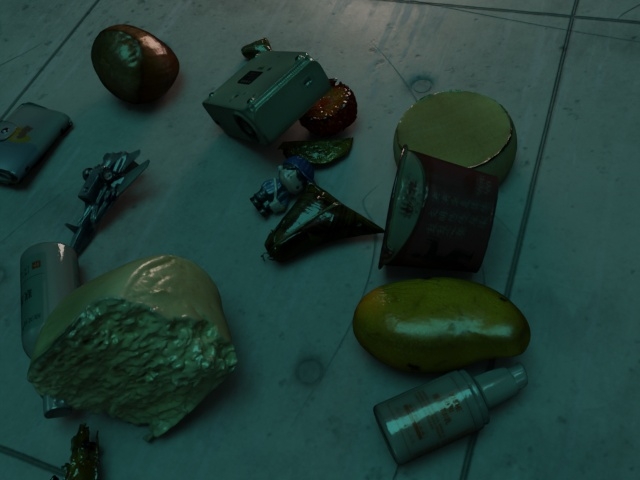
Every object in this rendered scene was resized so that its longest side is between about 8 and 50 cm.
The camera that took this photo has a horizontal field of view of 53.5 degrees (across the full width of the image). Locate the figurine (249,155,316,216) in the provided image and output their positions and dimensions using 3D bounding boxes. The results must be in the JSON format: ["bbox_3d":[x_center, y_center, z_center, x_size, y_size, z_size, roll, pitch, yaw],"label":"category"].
[{"bbox_3d":[-0.075,-0.111,1.339,0.149,0.086,0.087,-39,17,-2],"label":"figurine"}]

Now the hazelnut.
[{"bbox_3d":[-0.456,-0.437,1.573,0.214,0.176,0.214,20,43,-20],"label":"hazelnut"}]

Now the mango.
[{"bbox_3d":[0.199,0.145,1.078,0.295,0.120,0.177,3,46,15],"label":"mango"}]

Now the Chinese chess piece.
[{"bbox_3d":[0.275,-0.200,1.308,0.250,0.103,0.249,-6,55,8],"label":"Chinese chess piece"}]

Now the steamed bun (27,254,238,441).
[{"bbox_3d":[-0.323,0.151,1.049,0.290,0.272,0.273,-28,53,15],"label":"steamed bun"}]

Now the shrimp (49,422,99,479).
[{"bbox_3d":[-0.425,0.448,1.036,0.152,0.063,0.287,-16,56,14],"label":"shrimp"}]

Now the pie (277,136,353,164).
[{"bbox_3d":[-0.013,-0.195,1.402,0.170,0.034,0.092,-2,46,8],"label":"pie"}]

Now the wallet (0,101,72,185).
[{"bbox_3d":[-0.730,-0.235,1.548,0.170,0.069,0.231,15,54,15],"label":"wallet"}]

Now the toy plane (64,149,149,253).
[{"bbox_3d":[-0.493,-0.086,1.386,0.212,0.088,0.267,3,56,40],"label":"toy plane"}]

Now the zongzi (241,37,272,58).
[{"bbox_3d":[-0.157,-0.468,1.618,0.076,0.040,0.083,-23,72,3],"label":"zongzi"}]

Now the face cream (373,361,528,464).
[{"bbox_3d":[0.215,0.260,1.009,0.252,0.101,0.101,-22,55,-5],"label":"face cream"}]

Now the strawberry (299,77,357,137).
[{"bbox_3d":[0.016,-0.289,1.425,0.145,0.086,0.145,-8,53,11],"label":"strawberry"}]

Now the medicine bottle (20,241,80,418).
[{"bbox_3d":[-0.506,0.167,1.204,0.110,0.110,0.351,-19,55,-2],"label":"medicine bottle"}]

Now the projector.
[{"bbox_3d":[-0.126,-0.323,1.408,0.198,0.108,0.250,-45,36,-13],"label":"projector"}]

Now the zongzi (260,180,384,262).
[{"bbox_3d":[0.000,0.000,1.247,0.184,0.084,0.187,33,75,17],"label":"zongzi"}]

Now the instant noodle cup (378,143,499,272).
[{"bbox_3d":[0.212,-0.044,1.154,0.179,0.234,0.234,12,59,6],"label":"instant noodle cup"}]
